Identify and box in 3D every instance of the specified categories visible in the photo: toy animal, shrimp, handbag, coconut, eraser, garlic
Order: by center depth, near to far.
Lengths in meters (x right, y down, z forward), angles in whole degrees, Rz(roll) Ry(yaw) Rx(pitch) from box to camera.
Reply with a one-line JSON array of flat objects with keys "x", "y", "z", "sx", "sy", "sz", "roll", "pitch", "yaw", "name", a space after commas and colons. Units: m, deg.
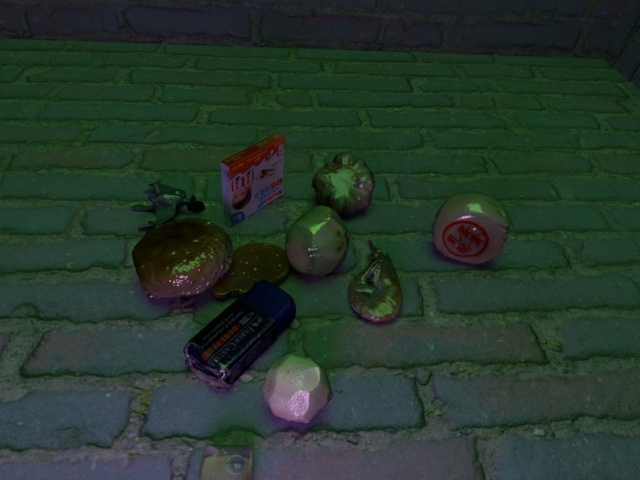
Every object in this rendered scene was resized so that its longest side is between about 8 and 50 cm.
[{"x": -0.213, "y": 0.540, "z": 1.125, "sx": 0.117, "sy": 0.095, "sz": 0.173, "roll": 0, "pitch": 34, "yaw": 2, "name": "handbag"}, {"x": -0.051, "y": 0.372, "z": 1.273, "sx": 0.162, "sy": 0.161, "sz": 0.161, "roll": 13, "pitch": 42, "yaw": 22, "name": "coconut"}, {"x": -0.212, "y": 0.255, "z": 1.422, "sx": 0.155, "sy": 0.102, "sz": 0.332, "roll": 29, "pitch": 48, "yaw": 22, "name": "eraser"}, {"x": 0.165, "y": 0.126, "z": 1.626, "sx": 0.168, "sy": 0.077, "sz": 0.317, "roll": -3, "pitch": 46, "yaw": -5, "name": "shrimp"}, {"x": 0.000, "y": 0.000, "z": 1.648, "sx": 0.236, "sy": 0.236, "sz": 0.204, "roll": -33, "pitch": 20, "yaw": -34, "name": "coconut"}, {"x": -0.552, "y": -0.127, "z": 1.830, "sx": 0.255, "sy": 0.176, "sz": 0.239, "roll": -19, "pitch": 32, "yaw": 24, "name": "toy animal"}, {"x": 0.089, "y": -0.203, "z": 1.920, "sx": 0.244, "sy": 0.160, "sz": 0.245, "roll": -2, "pitch": 76, "yaw": 7, "name": "garlic"}]

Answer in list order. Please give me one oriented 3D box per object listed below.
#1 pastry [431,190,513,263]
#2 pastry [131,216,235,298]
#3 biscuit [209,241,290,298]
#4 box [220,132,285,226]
[{"x": 0.504, "y": -0.038, "z": 1.719, "sx": 0.264, "sy": 0.265, "sz": 0.133, "roll": 12, "pitch": 40, "yaw": 7, "name": "pastry"}, {"x": -0.420, "y": 0.044, "z": 1.577, "sx": 0.329, "sy": 0.136, "sz": 0.330, "roll": -7, "pitch": 37, "yaw": 5, "name": "pastry"}, {"x": -0.229, "y": 0.098, "z": 1.637, "sx": 0.202, "sy": 0.044, "sz": 0.288, "roll": 35, "pitch": 51, "yaw": 30, "name": "biscuit"}, {"x": -0.235, "y": -0.216, "z": 1.818, "sx": 0.048, "sy": 0.265, "sz": 0.273, "roll": 32, "pitch": 50, "yaw": 24, "name": "box"}]
